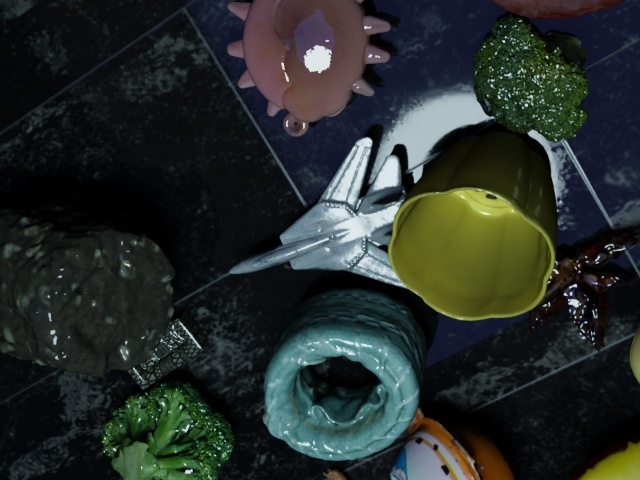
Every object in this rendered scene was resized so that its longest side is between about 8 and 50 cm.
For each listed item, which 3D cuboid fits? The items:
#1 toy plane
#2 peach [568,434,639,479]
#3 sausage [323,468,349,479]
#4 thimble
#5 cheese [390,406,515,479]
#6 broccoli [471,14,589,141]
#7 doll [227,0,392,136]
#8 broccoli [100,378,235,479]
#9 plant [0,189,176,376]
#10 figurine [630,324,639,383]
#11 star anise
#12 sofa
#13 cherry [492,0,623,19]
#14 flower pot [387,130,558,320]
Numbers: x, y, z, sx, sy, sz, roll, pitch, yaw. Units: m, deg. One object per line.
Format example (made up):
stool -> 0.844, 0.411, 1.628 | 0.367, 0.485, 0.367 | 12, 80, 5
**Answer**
toy plane -> 0.004, -0.003, 1.285 | 0.267, 0.088, 0.212 | -19, 100, 24
peach -> 0.489, 0.389, 1.207 | 0.381, 0.242, 0.306 | 8, 71, 22
sausage -> 0.037, 0.402, 1.410 | 0.042, 0.036, 0.157 | -11, 102, 6
thimble -> 0.025, 0.173, 1.276 | 0.235, 0.143, 0.198 | -32, 107, 24
cheese -> 0.196, 0.362, 1.262 | 0.129, 0.217, 0.329 | -19, 59, -17
broccoli -> 0.253, -0.188, 1.159 | 0.138, 0.146, 0.162 | -33, 83, -13
doll -> -0.017, -0.257, 1.210 | 0.211, 0.093, 0.261 | 4, 106, 14
broccoli -> -0.216, 0.287, 1.374 | 0.195, 0.156, 0.195 | 3, 95, 39
plant -> -0.360, 0.045, 1.313 | 0.312, 0.213, 0.215 | 17, 112, 45
figurine -> 0.514, 0.087, 1.127 | 0.325, 0.222, 0.124 | -28, 96, 18
star anise -> 0.318, 0.064, 1.250 | 0.213, 0.053, 0.157 | -5, 103, 11
sofa -> -0.223, 0.157, 1.394 | 0.118, 0.039, 0.060 | -35, 95, 18
cherry -> 0.263, -0.349, 1.067 | 0.240, 0.206, 0.239 | 0, 110, -1
flower pot -> 0.195, -0.029, 1.166 | 0.195, 0.179, 0.195 | 12, 129, 15
